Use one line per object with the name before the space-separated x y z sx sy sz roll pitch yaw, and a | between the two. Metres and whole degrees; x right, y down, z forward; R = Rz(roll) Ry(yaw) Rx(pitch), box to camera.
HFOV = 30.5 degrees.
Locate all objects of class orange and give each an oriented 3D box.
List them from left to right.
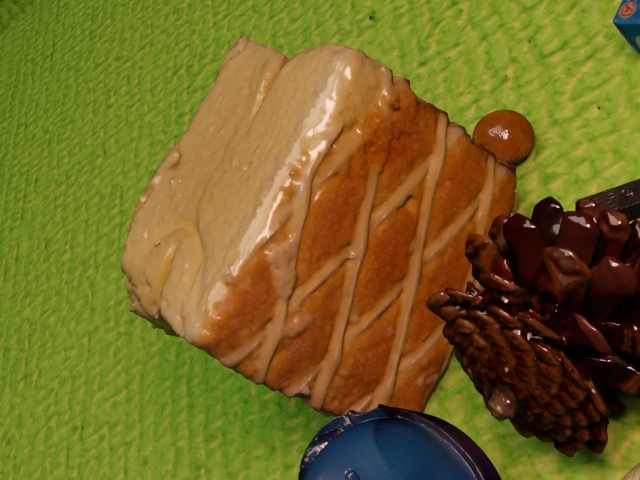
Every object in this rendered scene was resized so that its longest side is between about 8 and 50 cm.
orange | 0.233 -0.131 1.504 0.085 0.085 0.085 -28 44 31

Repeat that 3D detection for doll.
doll | 0.063 0.324 1.207 0.310 0.240 0.284 -50 51 14

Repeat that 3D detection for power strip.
power strip | 0.345 -0.042 1.346 0.111 0.029 0.038 -22 47 36

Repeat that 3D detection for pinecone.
pinecone | 0.247 0.073 1.197 0.264 0.264 0.264 -28 44 31

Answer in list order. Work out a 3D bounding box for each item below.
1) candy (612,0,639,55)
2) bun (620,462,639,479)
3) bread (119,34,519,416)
candy | 0.497 -0.288 1.316 0.306 0.100 0.157 10 70 51
bun | 0.327 0.296 1.018 0.222 0.128 0.222 -162 90 -73
bread | 0.000 0.000 1.410 0.279 0.371 0.390 27 87 49
